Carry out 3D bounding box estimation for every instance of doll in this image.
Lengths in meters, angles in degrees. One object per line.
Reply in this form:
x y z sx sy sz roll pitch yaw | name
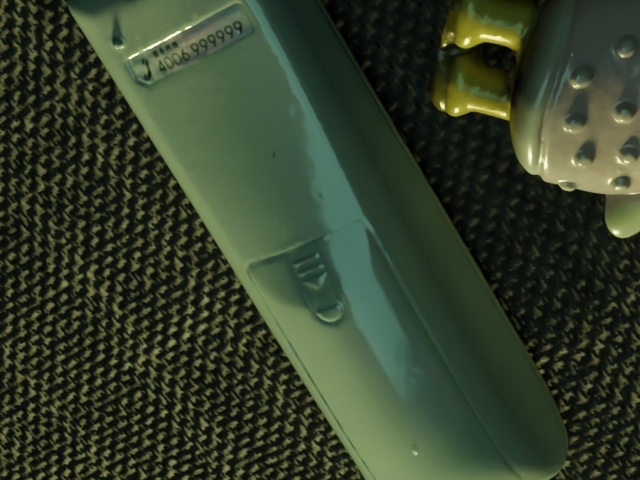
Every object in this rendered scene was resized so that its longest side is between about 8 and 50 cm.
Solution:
0.142 -0.050 0.527 0.207 0.081 0.129 15 128 10 | doll

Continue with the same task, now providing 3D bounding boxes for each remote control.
0.000 -0.001 0.622 0.103 0.051 0.293 -23 106 29 | remote control
